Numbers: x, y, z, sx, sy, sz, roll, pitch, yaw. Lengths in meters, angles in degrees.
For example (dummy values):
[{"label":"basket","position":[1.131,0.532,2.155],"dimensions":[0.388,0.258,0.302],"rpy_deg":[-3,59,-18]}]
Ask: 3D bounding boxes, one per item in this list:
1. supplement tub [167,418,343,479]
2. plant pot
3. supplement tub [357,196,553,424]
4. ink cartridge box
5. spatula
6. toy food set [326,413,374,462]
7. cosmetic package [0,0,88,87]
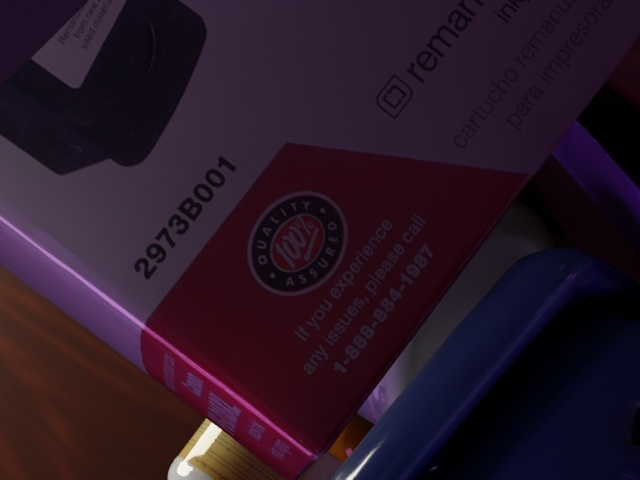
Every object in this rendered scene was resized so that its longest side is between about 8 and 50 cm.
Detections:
[{"label":"supplement tub","position":[-0.037,0.189,1.461],"dimensions":[0.144,0.200,0.144],"rpy_deg":[36,169,8]},{"label":"plant pot","position":[0.123,0.148,0.642],"dimensions":[0.212,0.236,0.236],"rpy_deg":[43,-173,38]},{"label":"supplement tub","position":[0.000,0.000,0.786],"dimensions":[0.190,0.117,0.117],"rpy_deg":[28,166,36]},{"label":"ink cartridge box","position":[-0.048,-0.074,0.481],"dimensions":[0.237,0.172,0.100],"rpy_deg":[37,169,3]},{"label":"spatula","position":[0.185,0.039,0.586],"dimensions":[0.296,0.030,0.084],"rpy_deg":[34,175,14]},{"label":"toy food set","position":[0.100,0.147,1.086],"dimensions":[0.232,0.111,0.104],"rpy_deg":[44,167,-32]},{"label":"cosmetic package","position":[-0.242,-0.124,0.207],"dimensions":[0.329,0.394,0.327],"rpy_deg":[35,160,16]}]
